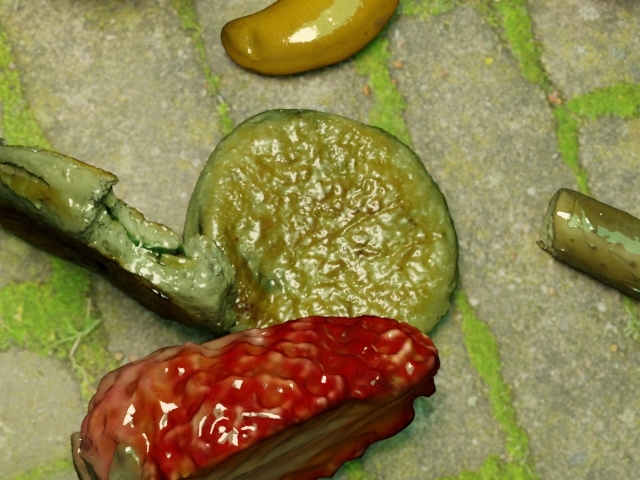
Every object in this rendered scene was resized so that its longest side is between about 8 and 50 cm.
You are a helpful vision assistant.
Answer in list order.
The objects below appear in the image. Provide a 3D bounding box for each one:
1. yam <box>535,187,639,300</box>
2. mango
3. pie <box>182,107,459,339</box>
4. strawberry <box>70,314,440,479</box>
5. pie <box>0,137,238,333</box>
[{"bbox_3d":[0.391,0.055,1.626,0.371,0.083,0.083,25,74,-1],"label":"yam"},{"bbox_3d":[-0.004,-0.220,1.637,0.190,0.075,0.098,-25,66,-9],"label":"mango"},{"bbox_3d":[0.000,0.000,1.590,0.277,0.078,0.277,3,79,-13],"label":"pie"},{"bbox_3d":[-0.061,0.145,1.456,0.336,0.265,0.149,-23,66,-17],"label":"strawberry"},{"bbox_3d":[-0.198,-0.007,1.449,0.302,0.302,0.067,30,80,0],"label":"pie"}]
